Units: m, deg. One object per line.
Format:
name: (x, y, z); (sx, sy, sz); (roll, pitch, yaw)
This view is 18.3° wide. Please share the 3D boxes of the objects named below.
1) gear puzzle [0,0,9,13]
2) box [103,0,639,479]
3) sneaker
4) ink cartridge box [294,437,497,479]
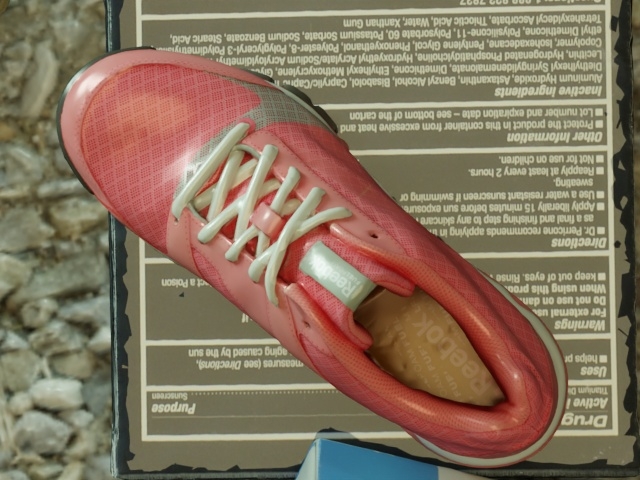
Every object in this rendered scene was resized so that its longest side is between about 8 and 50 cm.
gear puzzle: (-0.242, -0.226, 1.208); (0.175, 0.044, 0.339); (16, 111, -17)
box: (0.031, -0.013, 1.162); (0.296, 0.183, 0.294); (0, 88, 3)
sneaker: (0.001, 0.000, 1.006); (0.314, 0.136, 0.116); (36, 90, 3)
ink cartridge box: (0.108, 0.256, 1.100); (0.307, 0.129, 0.223); (14, 129, -10)
